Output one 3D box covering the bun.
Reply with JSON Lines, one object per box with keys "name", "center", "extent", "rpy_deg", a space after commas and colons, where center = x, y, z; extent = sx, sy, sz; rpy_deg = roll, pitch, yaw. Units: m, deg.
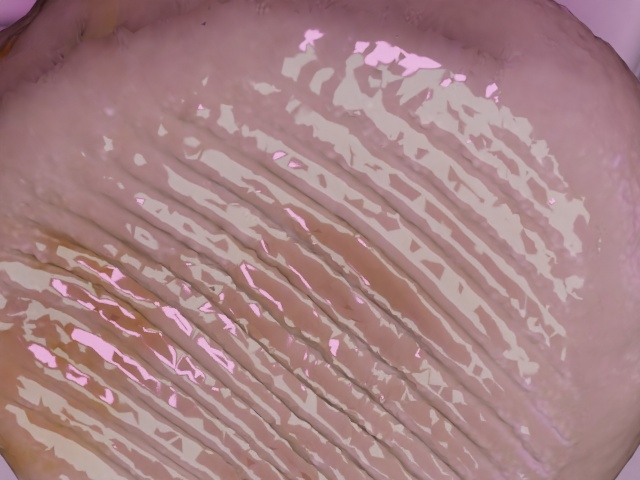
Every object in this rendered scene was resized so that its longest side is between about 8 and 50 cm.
{"name": "bun", "center": [0.000, 0.000, 0.785], "extent": [0.365, 0.219, 0.365], "rpy_deg": [4, 122, 6]}
